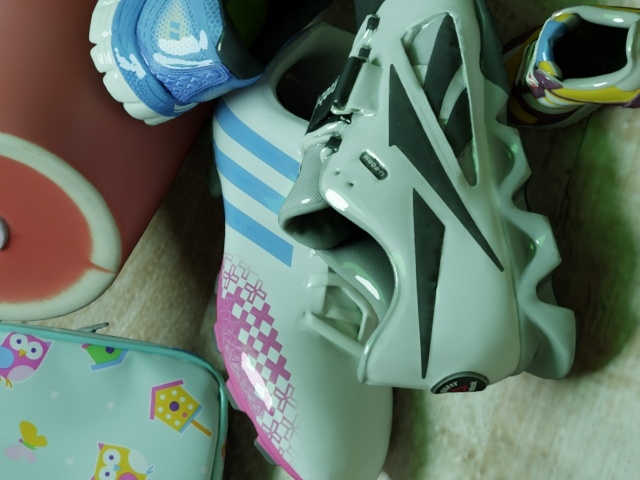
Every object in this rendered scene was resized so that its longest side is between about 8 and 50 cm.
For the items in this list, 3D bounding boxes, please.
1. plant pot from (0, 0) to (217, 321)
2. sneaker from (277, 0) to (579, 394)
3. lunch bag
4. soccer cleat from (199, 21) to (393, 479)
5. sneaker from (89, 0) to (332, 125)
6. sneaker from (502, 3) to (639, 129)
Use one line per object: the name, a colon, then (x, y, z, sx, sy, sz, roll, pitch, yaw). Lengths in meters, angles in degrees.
plant pot: (-0.215, -0.093, 1.248, 0.275, 0.275, 0.243, -37, 30, 39)
sneaker: (0.039, -0.063, 1.034, 0.122, 0.146, 0.330, 99, 160, -60)
lunch bag: (-0.186, 0.192, 1.206, 0.108, 0.224, 0.279, 132, 147, -82)
soccer cleat: (0.000, 0.000, 1.127, 0.143, 0.116, 0.331, -39, 50, 36)
sneaker: (-0.022, -0.217, 1.186, 0.147, 0.130, 0.330, -2, 52, 40)
sneaker: (0.144, -0.107, 1.003, 0.185, 0.084, 0.069, -4, 75, 52)
